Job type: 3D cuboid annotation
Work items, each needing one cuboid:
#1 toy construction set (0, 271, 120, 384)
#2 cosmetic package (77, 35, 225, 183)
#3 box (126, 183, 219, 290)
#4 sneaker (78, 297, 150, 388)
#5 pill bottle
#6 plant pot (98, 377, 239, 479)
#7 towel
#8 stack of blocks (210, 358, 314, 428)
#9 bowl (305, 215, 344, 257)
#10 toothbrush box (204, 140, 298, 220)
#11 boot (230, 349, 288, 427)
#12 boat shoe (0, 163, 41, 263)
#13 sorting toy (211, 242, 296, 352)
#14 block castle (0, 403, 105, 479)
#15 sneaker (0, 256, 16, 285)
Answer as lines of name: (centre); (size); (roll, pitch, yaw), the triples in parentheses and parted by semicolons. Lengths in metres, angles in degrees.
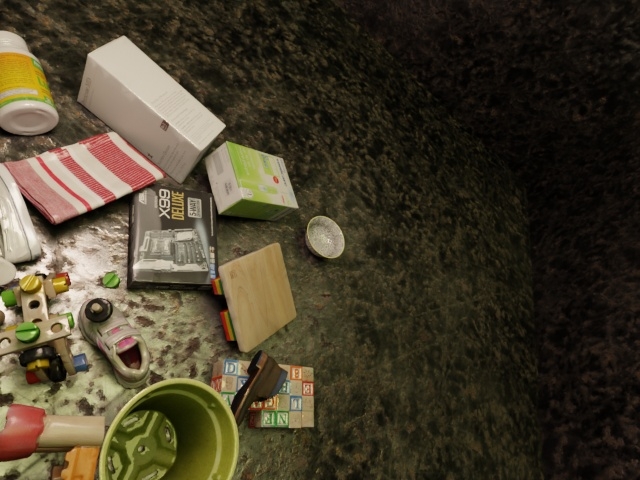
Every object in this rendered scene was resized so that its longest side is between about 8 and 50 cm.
toy construction set: (-0.614, 0.154, 0.824); (0.308, 0.237, 0.257); (10, 69, -14)
cosmetic package: (-0.515, -0.390, 1.247); (0.385, 0.217, 0.156); (38, 50, -15)
box: (-0.435, -0.009, 1.206); (0.242, 0.076, 0.307); (8, 64, -35)
sneaker: (-0.496, 0.243, 1.005); (0.252, 0.111, 0.103); (54, 47, -3)
pill bottle: (-0.808, -0.420, 1.082); (0.136, 0.136, 0.246); (-15, 78, -42)
plant pot: (-0.362, 0.462, 0.899); (0.276, 0.254, 0.276); (18, 59, -32)
towel: (-0.633, -0.186, 1.110); (0.237, 0.037, 0.329); (38, 45, 13)
stack of blocks: (-0.165, 0.450, 1.177); (0.297, 0.087, 0.171); (17, 58, -31)
bowl: (0.000, 0.000, 1.540); (0.170, 0.080, 0.170); (18, 58, -31)
toothbrush box: (-0.229, -0.191, 1.383); (0.283, 0.122, 0.206); (6, 63, -57)
boot: (-0.162, 0.411, 1.082); (0.106, 0.082, 0.219); (36, 49, -15)
boat shoe: (-0.759, -0.067, 0.969); (0.084, 0.095, 0.258); (-21, 81, -47)
sorting toy: (-0.206, 0.165, 1.243); (0.255, 0.089, 0.257); (-26, 107, -55)
block castle: (-0.544, 0.534, 0.692); (0.212, 0.303, 0.453); (16, 58, -30)
sneaker: (-0.791, 0.043, 0.896); (0.212, 0.094, 0.080); (16, 98, -26)
